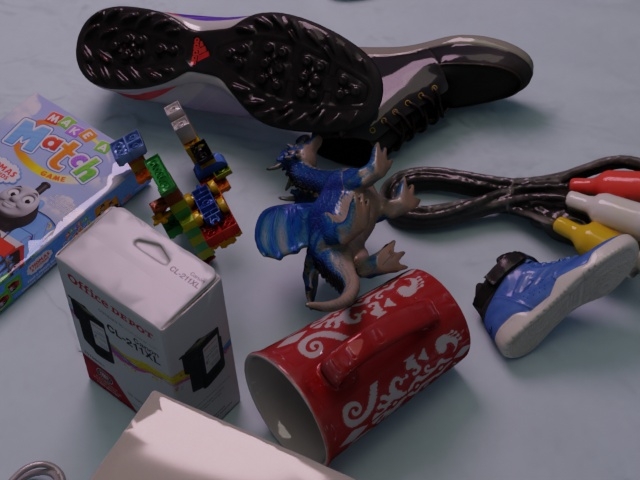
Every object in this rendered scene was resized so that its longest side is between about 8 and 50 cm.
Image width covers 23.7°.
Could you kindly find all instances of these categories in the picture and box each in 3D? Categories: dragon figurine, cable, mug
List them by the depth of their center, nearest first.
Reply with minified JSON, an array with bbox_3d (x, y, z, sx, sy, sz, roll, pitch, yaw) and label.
[{"bbox_3d":[0.045,0.104,1.277,0.169,0.113,0.150,-30,16,-25],"label":"mug"},{"bbox_3d":[0.000,0.000,1.352,0.144,0.085,0.289,-23,32,30],"label":"dragon figurine"},{"bbox_3d":[0.202,-0.048,1.421,0.287,0.072,0.139,16,61,16],"label":"cable"}]

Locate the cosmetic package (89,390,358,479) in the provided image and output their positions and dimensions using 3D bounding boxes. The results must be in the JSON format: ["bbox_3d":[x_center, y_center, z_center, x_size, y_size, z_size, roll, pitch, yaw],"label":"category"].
[{"bbox_3d":[-0.026,0.252,1.144,0.296,0.153,0.129,21,54,21],"label":"cosmetic package"}]

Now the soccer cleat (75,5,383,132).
[{"bbox_3d":[-0.080,-0.169,1.504,0.318,0.116,0.109,10,91,19],"label":"soccer cleat"}]

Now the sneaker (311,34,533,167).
[{"bbox_3d":[0.099,-0.130,1.505,0.222,0.083,0.118,-4,55,13],"label":"sneaker"}]

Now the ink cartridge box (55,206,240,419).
[{"bbox_3d":[-0.143,0.074,1.282,0.127,0.175,0.072,32,59,27],"label":"ink cartridge box"}]

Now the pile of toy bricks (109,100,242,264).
[{"bbox_3d":[-0.127,-0.024,1.413,0.118,0.105,0.212,-29,37,0],"label":"pile of toy bricks"}]

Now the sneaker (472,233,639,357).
[{"bbox_3d":[0.202,0.027,1.348,0.152,0.058,0.085,-41,52,12],"label":"sneaker"}]

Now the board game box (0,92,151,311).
[{"bbox_3d":[-0.295,-0.040,1.477,0.160,0.039,0.211,31,58,26],"label":"board game box"}]

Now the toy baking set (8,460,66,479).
[{"bbox_3d":[-0.310,0.246,1.245,0.256,0.030,0.197,15,53,16],"label":"toy baking set"}]
